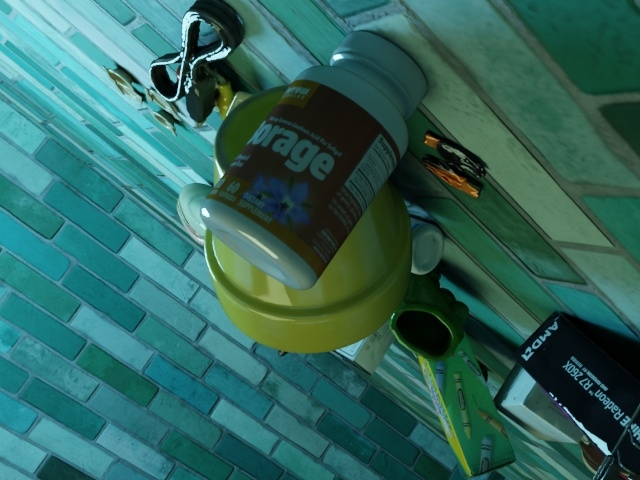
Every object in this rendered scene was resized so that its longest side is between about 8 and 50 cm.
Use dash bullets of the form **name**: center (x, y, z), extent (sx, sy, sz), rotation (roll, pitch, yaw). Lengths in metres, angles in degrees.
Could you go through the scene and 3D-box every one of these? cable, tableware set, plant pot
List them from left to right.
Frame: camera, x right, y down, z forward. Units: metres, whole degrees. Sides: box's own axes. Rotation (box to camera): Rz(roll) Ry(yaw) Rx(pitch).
- **tableware set**: center (-0.308, -0.246, 1.345), extent (0.168, 0.020, 0.141), rotation (34, 168, 5)
- **cable**: center (-0.145, -0.225, 0.944), extent (0.139, 0.072, 0.287), rotation (38, 157, 5)
- **plant pot**: center (-0.021, -0.037, 0.883), extent (0.254, 0.254, 0.239), rotation (29, 152, 25)

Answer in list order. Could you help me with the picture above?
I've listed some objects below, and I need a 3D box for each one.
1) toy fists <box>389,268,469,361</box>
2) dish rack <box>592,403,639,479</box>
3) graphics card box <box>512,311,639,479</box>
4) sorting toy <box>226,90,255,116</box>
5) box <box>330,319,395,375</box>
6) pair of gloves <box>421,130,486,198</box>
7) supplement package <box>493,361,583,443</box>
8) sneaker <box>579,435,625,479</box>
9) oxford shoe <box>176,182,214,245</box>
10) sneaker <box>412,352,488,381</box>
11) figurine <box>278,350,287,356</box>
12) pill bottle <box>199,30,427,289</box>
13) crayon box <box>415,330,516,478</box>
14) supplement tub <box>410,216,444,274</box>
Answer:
- **toy fists**: center (0.103, 0.060, 1.155), extent (0.279, 0.096, 0.142), rotation (35, -162, -4)
- **dish rack**: center (0.354, 0.184, 0.645), extent (0.208, 0.272, 0.074), rotation (30, -171, 24)
- **graphics card box**: center (0.396, 0.246, 0.893), extent (0.232, 0.094, 0.371), rotation (39, -172, -22)
- **sorting toy**: center (-0.070, -0.159, 0.955), extent (0.083, 0.012, 0.062), rotation (12, 155, -15)
- **box**: center (0.022, 0.126, 1.549), extent (0.290, 0.169, 0.087), rotation (24, 166, 39)
- **pair of gloves**: center (0.137, -0.078, 0.799), extent (0.074, 0.010, 0.083), rotation (33, 166, 15)
- **supplement package**: center (0.363, 0.251, 1.242), extent (0.105, 0.105, 0.179), rotation (34, 168, 5)
- **sneaker**: center (0.490, 0.320, 1.184), extent (0.162, 0.106, 0.281), rotation (52, 156, -22)
- **oxford shoe**: center (-0.168, -0.053, 1.558), extent (0.397, 0.140, 0.147), rotation (31, 138, 41)
- **sneaker**: center (0.246, 0.245, 1.600), extent (0.211, 0.080, 0.081), rotation (40, 164, -16)
- **figurine**: center (-0.061, 0.155, 1.779), extent (0.092, 0.209, 0.215), rotation (29, 167, 25)
- **pill bottle**: center (0.000, -0.074, 0.685), extent (0.121, 0.216, 0.121), rotation (33, 168, 8)
- **crayon box**: center (0.240, 0.265, 1.344), extent (0.165, 0.081, 0.279), rotation (75, 176, -71)
- **supplement tub**: center (0.107, -0.001, 1.042), extent (0.107, 0.071, 0.071), rotation (22, 163, 48)
